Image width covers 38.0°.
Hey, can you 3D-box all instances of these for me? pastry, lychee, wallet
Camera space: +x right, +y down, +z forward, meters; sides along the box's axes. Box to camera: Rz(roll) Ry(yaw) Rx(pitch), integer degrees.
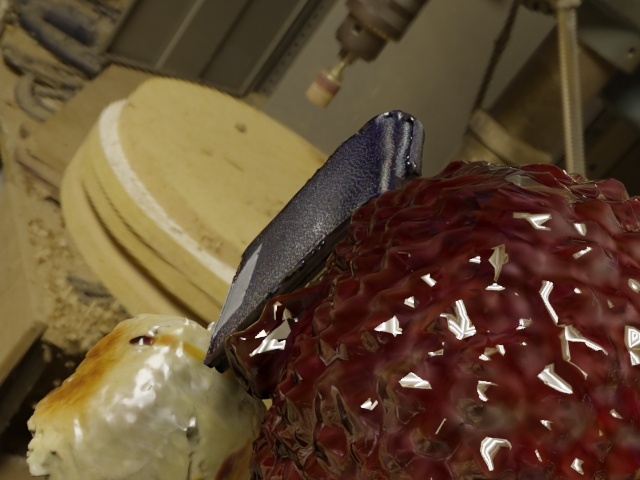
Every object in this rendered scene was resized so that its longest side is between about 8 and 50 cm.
[{"bbox_3d":[-0.158,0.210,0.985,0.237,0.170,0.256,51,51,-14],"label":"pastry"},{"bbox_3d":[0.105,0.102,0.533,0.330,0.306,0.306,21,22,-2],"label":"lychee"},{"bbox_3d":[0.000,0.000,0.916,0.071,0.262,0.221,44,23,-17],"label":"wallet"}]
